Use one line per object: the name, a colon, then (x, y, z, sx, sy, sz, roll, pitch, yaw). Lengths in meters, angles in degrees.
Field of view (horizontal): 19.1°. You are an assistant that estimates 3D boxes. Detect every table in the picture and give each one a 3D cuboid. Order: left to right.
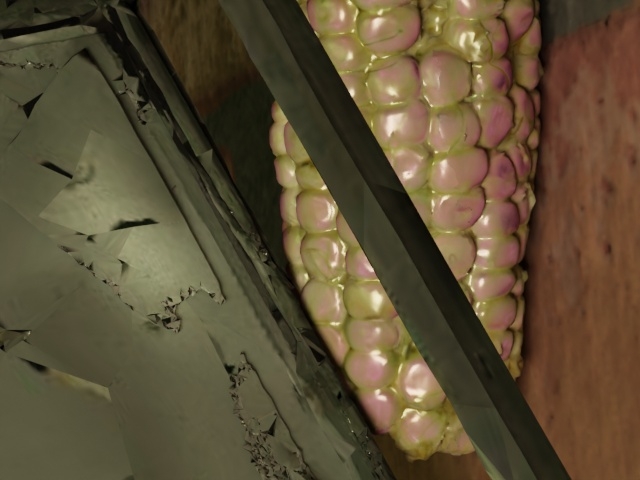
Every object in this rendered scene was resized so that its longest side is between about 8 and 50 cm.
table: (0.000, 0.000, 0.589, 0.272, 0.222, 0.335, -40, 75, 41)

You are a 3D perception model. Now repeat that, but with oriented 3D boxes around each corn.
corn: (0.037, -0.084, 0.763, 0.126, 0.127, 0.335, 12, 109, 60)
